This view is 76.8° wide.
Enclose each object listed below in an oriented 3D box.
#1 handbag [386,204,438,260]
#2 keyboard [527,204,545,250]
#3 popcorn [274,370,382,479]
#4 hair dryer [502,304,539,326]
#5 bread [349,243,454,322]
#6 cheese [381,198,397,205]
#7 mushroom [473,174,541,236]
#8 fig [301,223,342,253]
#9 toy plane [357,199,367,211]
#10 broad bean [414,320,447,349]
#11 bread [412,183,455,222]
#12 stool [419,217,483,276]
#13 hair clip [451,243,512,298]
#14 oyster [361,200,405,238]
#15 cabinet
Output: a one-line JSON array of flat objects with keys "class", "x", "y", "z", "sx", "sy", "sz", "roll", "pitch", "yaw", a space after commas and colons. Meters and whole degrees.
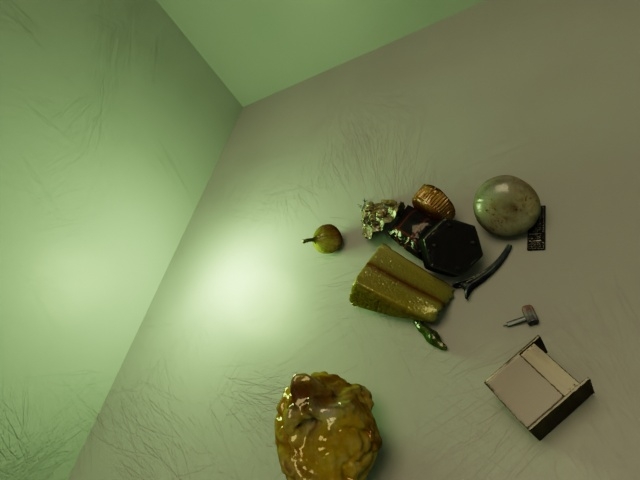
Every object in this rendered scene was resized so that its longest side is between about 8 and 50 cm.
[{"class": "handbag", "x": 0.411, "y": -0.031, "z": 1.752, "sx": 0.169, "sy": 0.155, "sz": 0.215, "roll": -47, "pitch": 47, "yaw": -1}, {"class": "keyboard", "x": 0.830, "y": -0.050, "z": 1.550, "sx": 0.061, "sy": 0.013, "sz": 0.205, "roll": -5, "pitch": 53, "yaw": 36}, {"class": "popcorn", "x": 0.018, "y": 0.647, "z": 1.365, "sx": 0.354, "sy": 0.343, "sz": 0.390, "roll": 131, "pitch": 137, "yaw": -65}, {"class": "hair dryer", "x": 0.679, "y": 0.269, "z": 1.383, "sx": 0.114, "sy": 0.037, "sz": 0.063, "roll": -29, "pitch": 40, "yaw": 25}, {"class": "bread", "x": 0.330, "y": 0.220, "z": 1.654, "sx": 0.361, "sy": 0.245, "sz": 0.233, "roll": 30, "pitch": 60, "yaw": 18}, {"class": "cheese", "x": 0.342, "y": -0.193, "z": 2.030, "sx": 0.083, "sy": 0.044, "sz": 0.030, "roll": 13, "pitch": 81, "yaw": 41}, {"class": "mushroom", "x": 0.733, "y": -0.141, "z": 1.585, "sx": 0.243, "sy": 0.243, "sz": 0.244, "roll": -21, "pitch": 45, "yaw": 23}, {"class": "fig", "x": 0.006, "y": 0.012, "z": 2.018, "sx": 0.160, "sy": 0.143, "sz": 0.230, "roll": 10, "pitch": 34, "yaw": 37}, {"class": "toy plane", "x": 0.225, "y": -0.184, "z": 2.128, "sx": 0.077, "sy": 0.024, "sz": 0.085, "roll": 2, "pitch": 64, "yaw": 33}, {"class": "broad bean", "x": 0.403, "y": 0.341, "z": 1.524, "sx": 0.061, "sy": 0.046, "sz": 0.195, "roll": -36, "pitch": 40, "yaw": 11}, {"class": "bread", "x": 0.488, "y": -0.144, "z": 1.759, "sx": 0.104, "sy": 0.199, "sz": 0.199, "roll": -47, "pitch": 41, "yaw": -6}, {"class": "stool", "x": 0.503, "y": 0.030, "z": 1.574, "sx": 0.232, "sy": 0.141, "sz": 0.232, "roll": 0, "pitch": 85, "yaw": 6}, {"class": "hair clip", "x": 0.637, "y": 0.115, "z": 1.546, "sx": 0.275, "sy": 0.048, "sz": 0.083, "roll": -37, "pitch": 39, "yaw": -2}, {"class": "oyster", "x": 0.279, "y": -0.118, "z": 1.915, "sx": 0.237, "sy": 0.115, "sz": 0.351, "roll": -35, "pitch": 18, "yaw": 8}, {"class": "cabinet", "x": 0.641, "y": 0.432, "z": 1.184, "sx": 0.215, "sy": 0.148, "sz": 0.175, "roll": -44, "pitch": 41, "yaw": 4}]
